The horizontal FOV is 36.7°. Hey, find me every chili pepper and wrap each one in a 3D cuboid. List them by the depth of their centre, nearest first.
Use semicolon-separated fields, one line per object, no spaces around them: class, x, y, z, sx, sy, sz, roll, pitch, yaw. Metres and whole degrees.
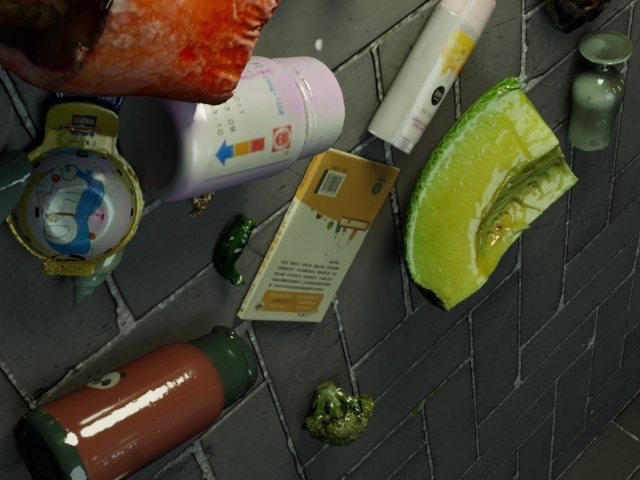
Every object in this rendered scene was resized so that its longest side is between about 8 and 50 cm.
chili pepper;-0.155;-0.255;0.915;0.305;0.229;0.252;2;82;-51
chili pepper;-0.123;0.020;1.372;0.055;0.035;0.118;-6;121;-28

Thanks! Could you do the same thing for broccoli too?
broccoli;0.033;0.317;1.764;0.130;0.131;0.120;-27;101;-16

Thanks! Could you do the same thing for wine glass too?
wine glass;0.529;-0.281;1.847;0.103;0.103;0.231;-36;146;-25

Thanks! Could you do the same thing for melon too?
melon;0.266;-0.062;1.631;0.343;0.226;0.331;-40;158;2

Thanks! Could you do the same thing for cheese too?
cheese;-0.269;-0.076;1.065;0.156;0.064;0.250;4;107;-20

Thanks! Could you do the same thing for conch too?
conch;-0.276;-0.001;1.153;0.065;0.088;0.180;-101;-151;-76

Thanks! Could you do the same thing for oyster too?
oyster;0.452;-0.448;1.611;0.271;0.100;0.275;-48;145;-37

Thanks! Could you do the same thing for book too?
book;0.000;0.000;1.517;0.208;0.020;0.295;9;112;-54

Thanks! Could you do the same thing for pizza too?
pizza;-0.155;-0.065;1.273;0.037;0.016;0.083;-4;124;-42

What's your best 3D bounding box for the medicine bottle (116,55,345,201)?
medicine bottle;-0.102;-0.142;1.150;0.254;0.152;0.152;-20;134;-42

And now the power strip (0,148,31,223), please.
power strip;-0.400;-0.053;0.951;0.168;0.054;0.253;-52;146;2

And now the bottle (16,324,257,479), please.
bottle;-0.234;0.227;1.323;0.336;0.144;0.144;-27;138;-35

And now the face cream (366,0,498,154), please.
face cream;0.168;-0.263;1.447;0.269;0.073;0.107;-60;154;6
